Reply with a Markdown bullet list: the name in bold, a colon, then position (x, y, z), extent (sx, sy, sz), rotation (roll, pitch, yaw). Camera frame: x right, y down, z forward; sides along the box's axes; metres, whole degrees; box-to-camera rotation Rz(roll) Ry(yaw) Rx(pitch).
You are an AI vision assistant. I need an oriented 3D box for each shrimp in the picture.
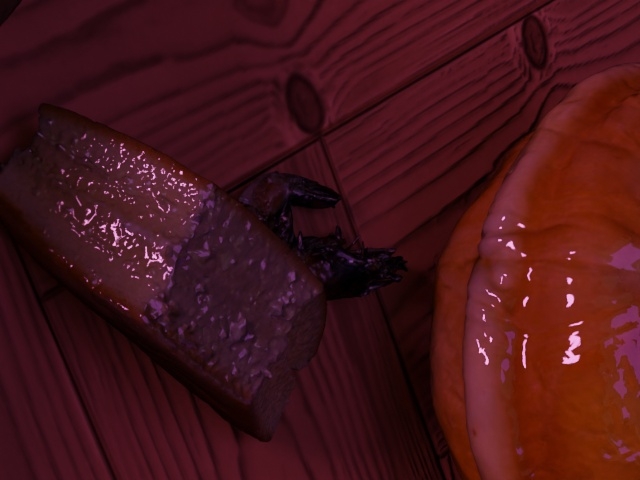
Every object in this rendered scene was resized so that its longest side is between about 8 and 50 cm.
- **shrimp**: position (0.000, 0.000, 1.071), extent (0.161, 0.034, 0.091), rotation (0, 88, -42)

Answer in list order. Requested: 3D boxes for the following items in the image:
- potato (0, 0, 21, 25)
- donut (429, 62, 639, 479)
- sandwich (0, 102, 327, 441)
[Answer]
- **potato**: position (-0.215, -0.198, 0.802), extent (0.178, 0.160, 0.235), rotation (23, 50, -80)
- **donut**: position (0.258, 0.091, 1.201), extent (0.449, 0.198, 0.449), rotation (6, 81, -45)
- **sandwich**: position (-0.075, 0.027, 0.950), extent (0.258, 0.096, 0.094), rotation (42, 72, -33)
